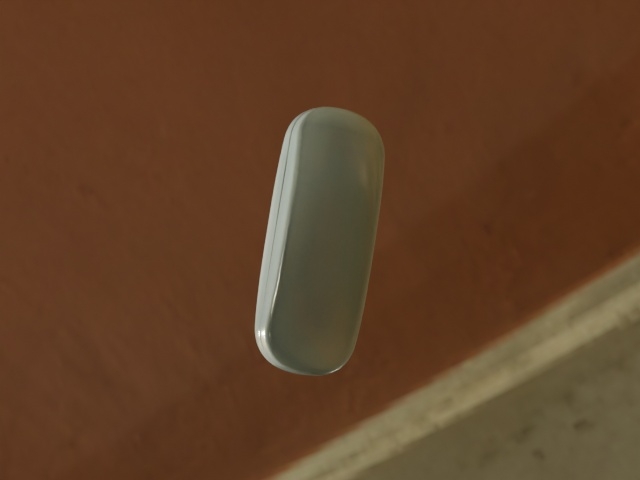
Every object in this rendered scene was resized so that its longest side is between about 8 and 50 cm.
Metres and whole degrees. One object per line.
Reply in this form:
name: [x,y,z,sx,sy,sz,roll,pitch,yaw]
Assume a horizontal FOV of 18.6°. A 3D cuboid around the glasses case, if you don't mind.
glasses case: [0.000,0.000,1.288,0.067,0.178,0.045,14,-12,-26]
